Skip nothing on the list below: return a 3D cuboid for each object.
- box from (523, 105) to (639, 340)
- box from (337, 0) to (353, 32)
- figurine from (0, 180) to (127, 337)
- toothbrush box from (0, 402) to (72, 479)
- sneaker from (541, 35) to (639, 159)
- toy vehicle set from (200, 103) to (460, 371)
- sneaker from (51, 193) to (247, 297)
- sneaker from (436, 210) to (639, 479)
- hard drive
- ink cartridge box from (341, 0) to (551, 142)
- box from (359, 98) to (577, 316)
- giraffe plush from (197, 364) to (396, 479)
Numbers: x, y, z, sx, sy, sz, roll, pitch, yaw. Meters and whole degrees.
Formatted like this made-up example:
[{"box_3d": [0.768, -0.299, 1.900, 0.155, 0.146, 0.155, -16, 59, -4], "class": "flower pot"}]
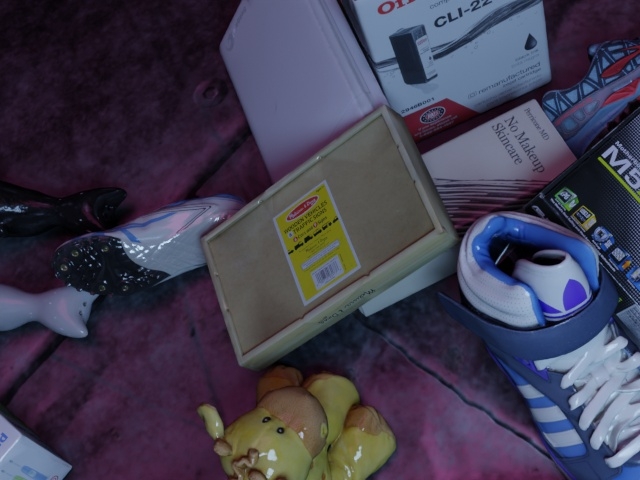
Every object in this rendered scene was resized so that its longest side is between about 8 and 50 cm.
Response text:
[{"box_3d": [0.324, -0.017, 1.000, 0.184, 0.045, 0.190, -37, 83, -24], "class": "box"}, {"box_3d": [0.060, -0.343, 1.299, 0.114, 0.103, 0.203, -25, 58, 2], "class": "box"}, {"box_3d": [-0.351, 0.025, 1.236, 0.210, 0.092, 0.214, 0, 63, 13], "class": "figurine"}, {"box_3d": [-0.454, 0.236, 1.125, 0.283, 0.122, 0.206, 30, 74, 29], "class": "toothbrush box"}, {"box_3d": [0.355, -0.200, 1.131, 0.262, 0.104, 0.125, -39, 56, -6], "class": "sneaker"}, {"box_3d": [0.000, 0.000, 1.056, 0.267, 0.035, 0.166, -34, 57, 23], "class": "toy vehicle set"}, {"box_3d": [-0.193, 0.003, 1.191, 0.237, 0.085, 0.086, -14, 24, -8], "class": "sneaker"}, {"box_3d": [0.236, 0.110, 0.915, 0.130, 0.236, 0.322, -35, 58, -4], "class": "sneaker"}, {"box_3d": [-0.028, -0.191, 1.204, 0.040, 0.203, 0.307, 1, 51, -33], "class": "hard drive"}, {"box_3d": [0.136, -0.253, 1.126, 0.197, 0.273, 0.114, -24, 58, 3], "class": "ink cartridge box"}, {"box_3d": [0.139, -0.034, 1.109, 0.275, 0.094, 0.113, -28, 58, 1], "class": "box"}, {"box_3d": [-0.040, 0.204, 0.986, 0.182, 0.170, 0.210, 8, 65, 20], "class": "giraffe plush"}]
